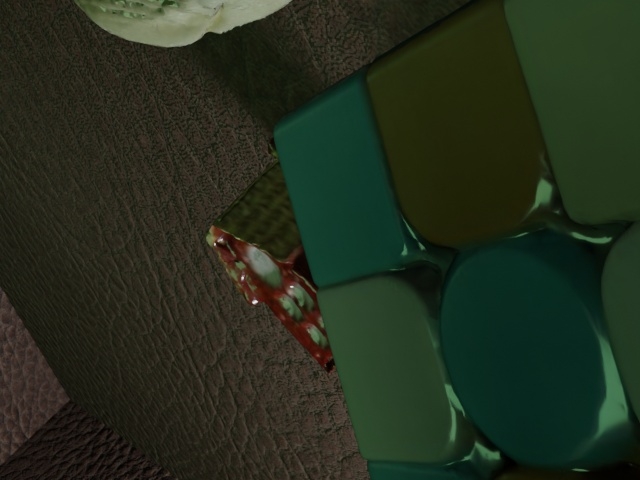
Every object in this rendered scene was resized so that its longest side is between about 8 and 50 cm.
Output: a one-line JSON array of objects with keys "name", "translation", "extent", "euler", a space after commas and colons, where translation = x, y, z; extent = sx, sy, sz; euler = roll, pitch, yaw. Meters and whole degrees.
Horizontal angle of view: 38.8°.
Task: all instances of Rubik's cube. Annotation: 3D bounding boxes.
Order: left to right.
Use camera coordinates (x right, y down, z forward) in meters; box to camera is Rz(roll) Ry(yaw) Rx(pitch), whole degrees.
[{"name": "Rubik's cube", "translation": [0.228, 0.021, 0.521], "extent": [0.346, 0.347, 0.344], "euler": [-16, 90, 57]}]

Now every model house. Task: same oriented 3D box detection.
[{"name": "model house", "translation": [0.000, 0.000, 1.061], "extent": [0.254, 0.196, 0.160], "euler": [43, 154, 4]}]

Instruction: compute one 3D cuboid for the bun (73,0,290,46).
[{"name": "bun", "translation": [-0.121, -0.310, 0.807], "extent": [0.281, 0.205, 0.281], "euler": [21, 131, 26]}]
